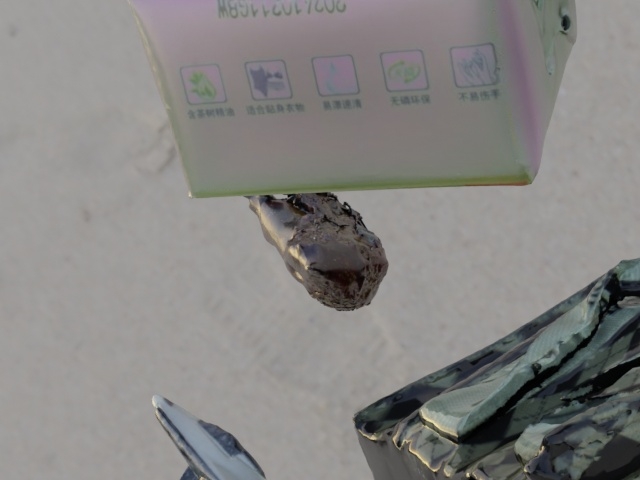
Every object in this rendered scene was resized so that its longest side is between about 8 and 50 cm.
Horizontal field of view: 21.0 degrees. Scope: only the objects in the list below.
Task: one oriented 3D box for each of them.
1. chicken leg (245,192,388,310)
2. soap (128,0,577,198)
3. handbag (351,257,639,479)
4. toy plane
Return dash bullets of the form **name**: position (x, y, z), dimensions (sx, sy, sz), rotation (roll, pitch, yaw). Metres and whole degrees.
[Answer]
- **chicken leg**: position (0.000, 0.000, 1.312), dimensions (0.063, 0.105, 0.234), rotation (-65, 22, 14)
- **soap**: position (0.026, -0.121, 0.918), dimensions (0.199, 0.138, 0.182), rotation (-2, 29, 18)
- **handbag**: position (0.210, 0.116, 1.155), dimensions (0.316, 0.180, 0.416), rotation (-22, 3, -18)
- **toy plane**: position (-0.026, 0.167, 0.937), dimensions (0.234, 0.160, 0.082), rotation (27, 82, 31)
